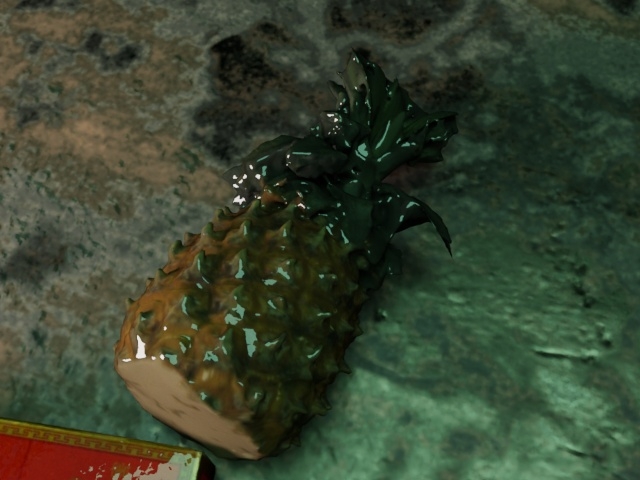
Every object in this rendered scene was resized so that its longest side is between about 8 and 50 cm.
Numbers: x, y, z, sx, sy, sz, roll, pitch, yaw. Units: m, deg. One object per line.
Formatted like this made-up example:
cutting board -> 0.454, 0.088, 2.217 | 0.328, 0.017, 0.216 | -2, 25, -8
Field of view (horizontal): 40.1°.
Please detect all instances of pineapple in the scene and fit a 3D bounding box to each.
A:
pineapple -> 0.000, 0.000, 0.607 | 0.170, 0.141, 0.310 | 25, 62, 17

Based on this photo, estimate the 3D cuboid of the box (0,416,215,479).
box -> -0.201, 0.194, 0.557 | 0.240, 0.074, 0.153 | 8, 70, 4
